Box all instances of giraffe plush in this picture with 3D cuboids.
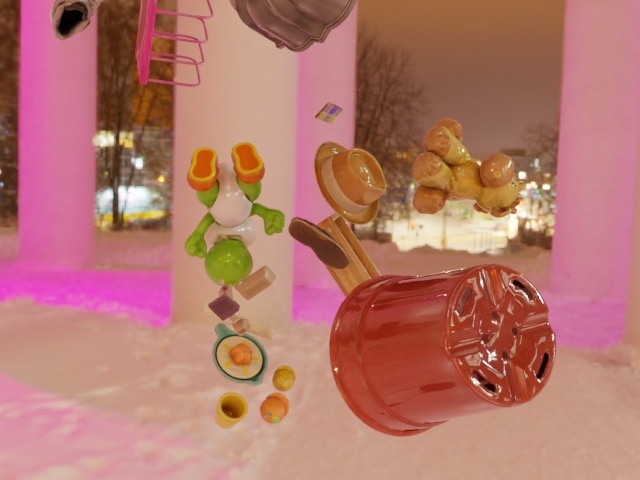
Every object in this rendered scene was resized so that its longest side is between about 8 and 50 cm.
[{"bbox_3d":[0.276,-0.105,1.319,0.170,0.181,0.210,15,-26,26],"label":"giraffe plush"}]

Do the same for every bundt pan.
[{"bbox_3d":[-0.052,-0.488,1.209,0.124,0.331,0.330,9,0,-38],"label":"bundt pan"}]

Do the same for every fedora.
[{"bbox_3d":[0.073,-0.128,1.500,0.079,0.194,0.194,-25,-14,39],"label":"fedora"}]

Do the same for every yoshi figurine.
[{"bbox_3d":[-0.199,-0.029,1.623,0.203,0.362,0.203,30,55,19],"label":"yoshi figurine"}]

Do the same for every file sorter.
[{"bbox_3d":[-0.409,-0.607,2.065,0.182,0.291,0.202,3,38,-20],"label":"file sorter"}]

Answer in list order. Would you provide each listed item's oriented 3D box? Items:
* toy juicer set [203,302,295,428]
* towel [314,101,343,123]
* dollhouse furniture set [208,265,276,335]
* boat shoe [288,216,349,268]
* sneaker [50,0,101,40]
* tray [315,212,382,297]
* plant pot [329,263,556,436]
[{"bbox_3d":[-0.154,0.275,1.706,0.209,0.329,0.089,7,-41,-24],"label":"toy juicer set"},{"bbox_3d":[0.024,-0.354,2.041,0.083,0.060,0.009,9,40,-56],"label":"towel"},{"bbox_3d":[-0.119,0.082,1.223,0.114,0.091,0.081,-34,34,8],"label":"dollhouse furniture set"},{"bbox_3d":[0.000,0.000,1.523,0.152,0.056,0.049,40,26,-19],"label":"boat shoe"},{"bbox_3d":[-0.391,-0.436,1.260,0.086,0.229,0.132,27,23,-27],"label":"sneaker"},{"bbox_3d":[0.115,0.129,1.653,0.076,0.411,0.203,-34,1,9],"label":"tray"},{"bbox_3d":[0.194,0.160,1.127,0.272,0.273,0.265,-1,-14,-28],"label":"plant pot"}]
